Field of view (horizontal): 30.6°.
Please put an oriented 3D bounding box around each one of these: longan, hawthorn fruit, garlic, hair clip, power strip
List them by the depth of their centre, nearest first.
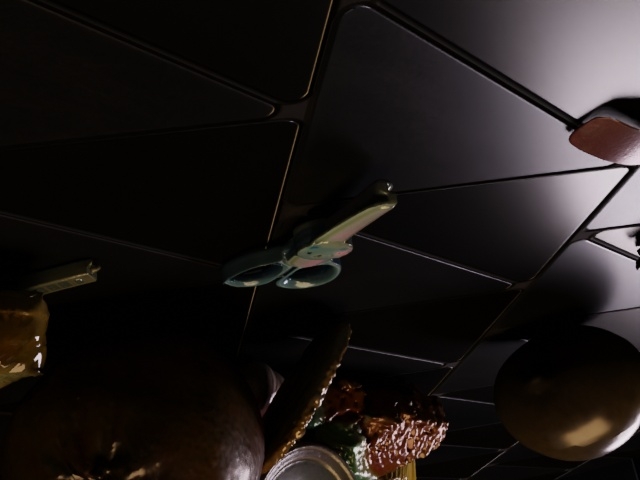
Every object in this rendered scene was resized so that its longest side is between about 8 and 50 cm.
[{"bbox_3d":[0.284,-0.089,1.047,0.137,0.022,0.054,2,152,-34],"label":"hair clip"},{"bbox_3d":[-0.245,0.035,1.094,0.083,0.017,0.027,-14,161,10],"label":"power strip"},{"bbox_3d":[-0.186,0.225,1.287,0.268,0.267,0.301,-21,-173,24],"label":"hawthorn fruit"},{"bbox_3d":[-0.114,0.223,1.542,0.159,0.102,0.147,-21,159,25],"label":"garlic"},{"bbox_3d":[0.359,0.217,1.663,0.220,0.196,0.196,-23,157,16],"label":"longan"}]

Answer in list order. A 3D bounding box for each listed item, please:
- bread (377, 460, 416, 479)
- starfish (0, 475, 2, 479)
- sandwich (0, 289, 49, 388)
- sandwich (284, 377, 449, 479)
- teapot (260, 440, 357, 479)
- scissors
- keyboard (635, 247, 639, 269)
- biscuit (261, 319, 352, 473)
[{"bbox_3d":[0.109,0.422,2.189,0.132,0.114,0.190,-5,152,9],"label":"bread"},{"bbox_3d":[-0.548,0.424,1.871,0.277,0.062,0.235,-19,155,-21],"label":"starfish"},{"bbox_3d":[-0.389,0.092,1.053,0.251,0.087,0.226,1,169,-31],"label":"sandwich"},{"bbox_3d":[0.053,0.294,1.741,0.301,0.162,0.250,0,161,-21],"label":"sandwich"},{"bbox_3d":[-0.097,0.396,1.629,0.312,0.233,0.315,-8,167,41],"label":"teapot"},{"bbox_3d":[0.000,0.000,1.113,0.125,0.030,0.256,1,159,-28],"label":"scissors"},{"bbox_3d":[0.531,-0.008,1.396,0.317,0.027,0.106,-6,156,-16],"label":"keyboard"},{"bbox_3d":[-0.028,0.187,1.391,0.033,0.219,0.220,33,148,-7],"label":"biscuit"}]
